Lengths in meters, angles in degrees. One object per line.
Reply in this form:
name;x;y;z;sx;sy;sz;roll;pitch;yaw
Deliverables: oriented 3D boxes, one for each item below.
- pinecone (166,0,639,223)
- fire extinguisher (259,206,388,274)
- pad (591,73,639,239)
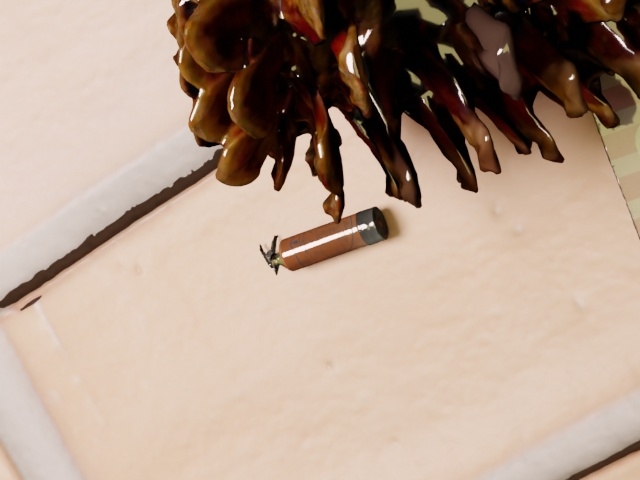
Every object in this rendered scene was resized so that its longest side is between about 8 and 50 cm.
pinecone;0.060;-0.134;0.965;0.292;0.246;0.246;-5;97;9
fire extinguisher;0.000;0.000;1.118;0.083;0.022;0.028;-19;54;21
pad;0.279;-0.012;1.027;0.202;0.005;0.300;-20;92;21
